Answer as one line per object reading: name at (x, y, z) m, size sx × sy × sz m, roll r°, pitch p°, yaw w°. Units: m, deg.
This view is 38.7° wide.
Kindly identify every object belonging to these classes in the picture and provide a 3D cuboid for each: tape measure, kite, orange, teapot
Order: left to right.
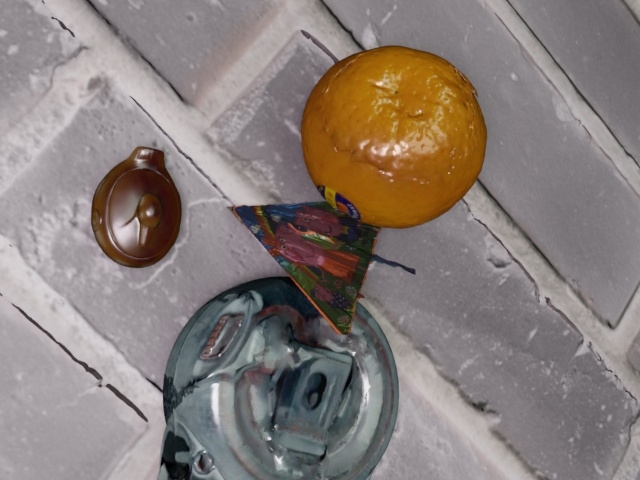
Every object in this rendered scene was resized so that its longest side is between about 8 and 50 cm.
teapot at (-0.192, -0.035, 0.976) m, size 0.098 × 0.078 × 0.129 m, roll 13°, pitch 77°, yaw -29°
tape measure at (-0.040, 0.176, 0.999) m, size 0.256 × 0.147 × 0.275 m, roll 15°, pitch 77°, yaw -28°
kite at (0.000, 0.000, 1.047) m, size 0.234 × 0.016 × 0.321 m, roll 21°, pitch 29°, yaw 1°
orange at (0.086, -0.121, 1.080) m, size 0.219 × 0.193 × 0.219 m, roll -3°, pitch 77°, yaw 12°
